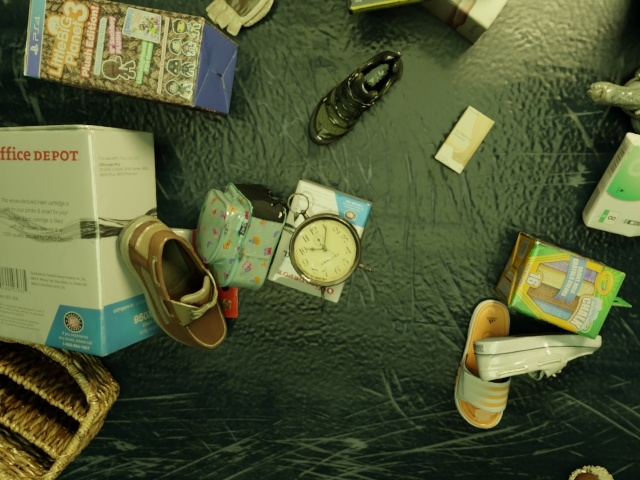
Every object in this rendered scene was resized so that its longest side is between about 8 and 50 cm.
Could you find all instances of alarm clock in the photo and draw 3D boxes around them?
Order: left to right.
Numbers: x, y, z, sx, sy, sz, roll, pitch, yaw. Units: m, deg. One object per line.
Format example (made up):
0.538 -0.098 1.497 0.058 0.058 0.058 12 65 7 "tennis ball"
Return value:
0.000 -0.002 1.028 0.129 0.064 0.192 -30 98 8 "alarm clock"

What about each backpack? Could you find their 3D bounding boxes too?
-0.157 -0.002 1.075 0.144 0.166 0.189 1 111 -29 "backpack"

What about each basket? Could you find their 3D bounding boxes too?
-0.589 0.312 1.140 0.299 0.223 0.214 34 100 1 "basket"

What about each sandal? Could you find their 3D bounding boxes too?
0.323 0.252 1.116 0.101 0.076 0.266 3 99 5 "sandal"

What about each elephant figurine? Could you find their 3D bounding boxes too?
0.603 -0.251 0.985 0.239 0.186 0.170 10 63 29 "elephant figurine"

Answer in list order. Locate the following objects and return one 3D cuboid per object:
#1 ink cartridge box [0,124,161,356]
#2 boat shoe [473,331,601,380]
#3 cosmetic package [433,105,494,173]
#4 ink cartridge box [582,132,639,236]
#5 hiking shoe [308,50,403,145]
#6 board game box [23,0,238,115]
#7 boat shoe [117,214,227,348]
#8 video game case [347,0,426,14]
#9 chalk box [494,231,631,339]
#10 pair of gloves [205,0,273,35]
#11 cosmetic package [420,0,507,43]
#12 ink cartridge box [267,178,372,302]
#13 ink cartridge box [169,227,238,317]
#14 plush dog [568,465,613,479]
-0.465 -0.012 1.071 0.285 0.166 0.396 4 100 24 "ink cartridge box"
0.410 0.220 1.072 0.257 0.095 0.085 -3 85 -9 "boat shoe"
0.270 -0.190 1.073 0.060 0.041 0.115 32 100 1 "cosmetic package"
0.618 -0.081 1.013 0.224 0.056 0.181 15 129 4 "ink cartridge box"
0.057 -0.267 1.045 0.086 0.114 0.227 44 100 -2 "hiking shoe"
-0.321 -0.325 1.013 0.290 0.232 0.141 12 100 4 "board game box"
-0.251 0.098 1.042 0.116 0.123 0.325 16 145 37 "boat shoe"
0.148 -0.518 0.889 0.248 0.035 0.275 -7 96 7 "video game case"
0.458 0.089 1.051 0.212 0.132 0.132 22 100 3 "chalk box"
-0.175 -0.525 1.067 0.240 0.042 0.204 42 103 0 "pair of gloves"
0.197 -0.489 0.982 0.296 0.153 0.129 36 101 1 "cosmetic package"
0.000 0.000 1.105 0.148 0.086 0.203 18 99 2 "ink cartridge box"
-0.289 0.068 1.160 0.232 0.066 0.189 4 99 9 "ink cartridge box"
0.618 0.584 1.087 0.225 0.263 0.211 -13 131 17 "plush dog"
